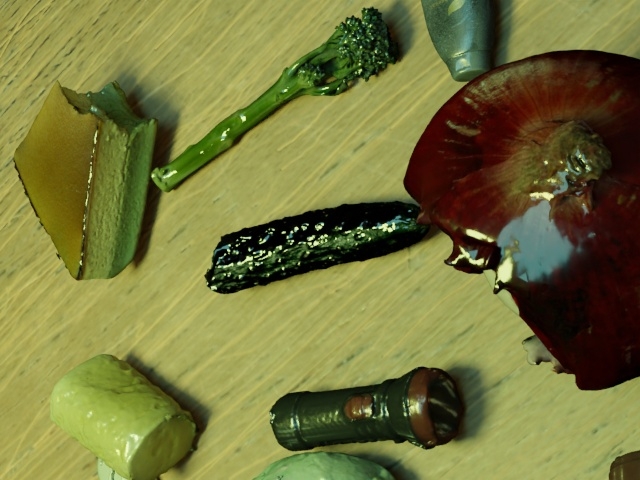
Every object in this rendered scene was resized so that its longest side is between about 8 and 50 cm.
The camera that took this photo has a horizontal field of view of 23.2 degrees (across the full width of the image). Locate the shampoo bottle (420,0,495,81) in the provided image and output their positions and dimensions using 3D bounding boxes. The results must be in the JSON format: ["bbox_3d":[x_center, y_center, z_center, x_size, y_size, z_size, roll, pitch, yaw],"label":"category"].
[{"bbox_3d":[0.151,-0.296,1.768,0.087,0.049,0.233,-17,75,35],"label":"shampoo bottle"}]

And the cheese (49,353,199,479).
[{"bbox_3d":[-0.249,0.221,1.957,0.167,0.123,0.094,32,147,35],"label":"cheese"}]

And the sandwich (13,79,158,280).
[{"bbox_3d":[-0.285,-0.086,1.999,0.186,0.108,0.220,-51,57,35],"label":"sandwich"}]

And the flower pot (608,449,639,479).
[{"bbox_3d":[0.329,0.260,1.558,0.111,0.111,0.089,-24,59,31],"label":"flower pot"}]

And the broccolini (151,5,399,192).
[{"bbox_3d":[-0.069,-0.155,1.895,0.392,0.074,0.079,-34,68,28],"label":"broccolini"}]

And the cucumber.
[{"bbox_3d":[0.000,0.000,1.832,0.303,0.081,0.072,-14,120,29],"label":"cucumber"}]

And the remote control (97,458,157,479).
[{"bbox_3d":[-0.234,0.354,1.979,0.078,0.042,0.221,-30,68,31],"label":"remote control"}]

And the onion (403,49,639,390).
[{"bbox_3d":[0.268,-0.026,1.514,0.341,0.341,0.341,-4,83,35],"label":"onion"}]

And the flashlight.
[{"bbox_3d":[0.045,0.196,1.771,0.232,0.093,0.093,-10,79,35],"label":"flashlight"}]

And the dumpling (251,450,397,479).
[{"bbox_3d":[-0.020,0.289,1.770,0.217,0.149,0.105,-4,72,41],"label":"dumpling"}]
